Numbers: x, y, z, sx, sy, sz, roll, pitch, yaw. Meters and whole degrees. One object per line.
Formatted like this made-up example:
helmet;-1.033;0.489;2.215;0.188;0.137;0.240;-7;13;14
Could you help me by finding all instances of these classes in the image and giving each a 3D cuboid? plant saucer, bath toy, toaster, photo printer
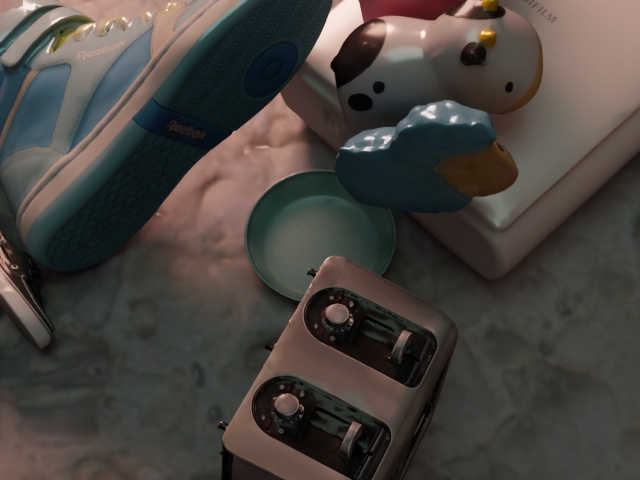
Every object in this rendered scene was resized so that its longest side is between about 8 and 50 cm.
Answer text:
plant saucer;0.000;0.000;1.132;0.119;0.021;0.119;-1;63;1
bath toy;0.083;-0.197;1.054;0.151;0.129;0.348;-1;61;4
toaster;0.006;0.133;0.985;0.110;0.186;0.168;25;57;11
photo printer;0.158;-0.149;1.159;0.307;0.107;0.256;-40;68;-18

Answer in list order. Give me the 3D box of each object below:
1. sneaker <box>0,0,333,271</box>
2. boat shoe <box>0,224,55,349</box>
sneaker;-0.153;-0.152;1.112;0.319;0.127;0.208;-43;63;9
boat shoe;-0.240;0.022;1.112;0.040;0.049;0.142;-33;64;-16
